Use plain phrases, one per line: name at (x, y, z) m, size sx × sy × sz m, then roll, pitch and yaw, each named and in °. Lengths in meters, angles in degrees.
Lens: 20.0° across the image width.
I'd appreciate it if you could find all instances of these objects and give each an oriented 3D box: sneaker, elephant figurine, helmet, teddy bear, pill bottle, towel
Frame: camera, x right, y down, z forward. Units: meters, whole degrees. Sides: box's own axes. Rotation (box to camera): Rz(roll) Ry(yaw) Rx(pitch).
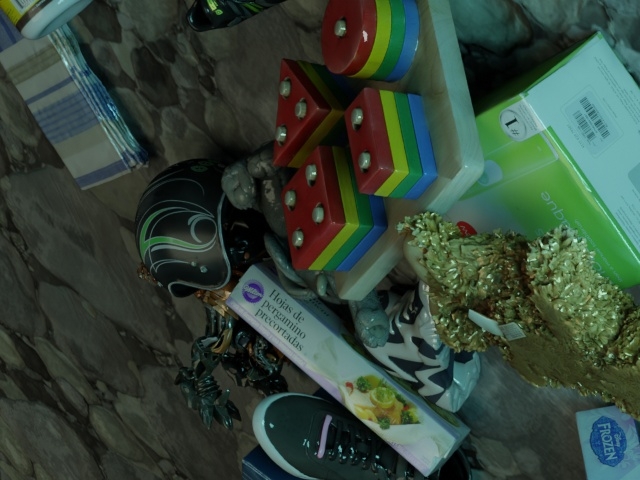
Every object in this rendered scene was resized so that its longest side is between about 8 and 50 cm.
sneaker at (-0.085, -0.261, 1.933) m, size 0.067 × 0.078 × 0.188 m, roll 55°, pitch 149°, yaw -7°
elephant figurine at (0.000, 0.000, 2.010) m, size 0.169 × 0.186 × 0.239 m, roll -21°, pitch 97°, yaw 36°
helmet at (-0.146, -0.015, 2.204) m, size 0.161 × 0.169 × 0.169 m, roll -1°, pitch 123°, yaw 36°
sneaker at (0.095, 0.082, 2.045) m, size 0.153 × 0.094 × 0.235 m, roll 22°, pitch 150°, yaw 27°
teddy bear at (0.218, 0.061, 1.614) m, size 0.338 × 0.113 × 0.245 m, roll 11°, pitch 144°, yaw 47°
pill bottle at (-0.368, -0.355, 2.177) m, size 0.215 × 0.117 × 0.117 m, roll 53°, pitch 150°, yaw -2°
sneaker at (0.064, 0.252, 2.197) m, size 0.296 × 0.104 × 0.147 m, roll 30°, pitch 154°, yaw -32°
towel at (-0.341, -0.199, 2.396) m, size 0.285 × 0.034 × 0.209 m, roll 59°, pitch 152°, yaw -9°

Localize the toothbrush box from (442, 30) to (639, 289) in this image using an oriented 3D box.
toothbrush box at (0.208, -0.046, 1.730) m, size 0.206 × 0.122 × 0.283 m, roll 55°, pitch 151°, yaw -6°

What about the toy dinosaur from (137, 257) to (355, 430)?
toy dinosaur at (-0.091, 0.103, 2.311) m, size 0.322 × 0.164 × 0.218 m, roll 39°, pitch 126°, yaw 45°

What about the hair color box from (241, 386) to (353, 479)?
hair color box at (-0.013, 0.363, 2.420) m, size 0.105 × 0.174 × 0.347 m, roll 35°, pitch 147°, yaw 24°

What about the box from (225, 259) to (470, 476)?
box at (0.032, 0.149, 2.152) m, size 0.324 × 0.067 × 0.063 m, roll 40°, pitch 106°, yaw 14°

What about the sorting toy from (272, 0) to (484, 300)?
sorting toy at (0.035, -0.114, 1.747) m, size 0.257 × 0.089 × 0.255 m, roll -49°, pitch 43°, yaw 50°

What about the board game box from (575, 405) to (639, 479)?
board game box at (0.335, 0.392, 1.888) m, size 0.066 × 0.318 × 0.318 m, roll -11°, pitch 126°, yaw 7°
